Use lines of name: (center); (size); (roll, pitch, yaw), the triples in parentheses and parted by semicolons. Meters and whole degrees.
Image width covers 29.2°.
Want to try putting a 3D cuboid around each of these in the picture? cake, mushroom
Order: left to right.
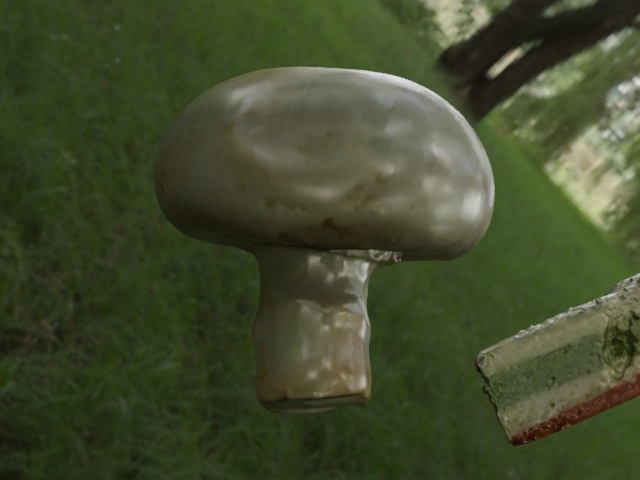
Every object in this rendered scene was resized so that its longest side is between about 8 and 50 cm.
mushroom: (0.012, -0.012, 0.752); (0.206, 0.206, 0.209); (-44, 111, -78)
cake: (0.234, 0.087, 1.003); (0.117, 0.220, 0.086); (62, 2, -82)
